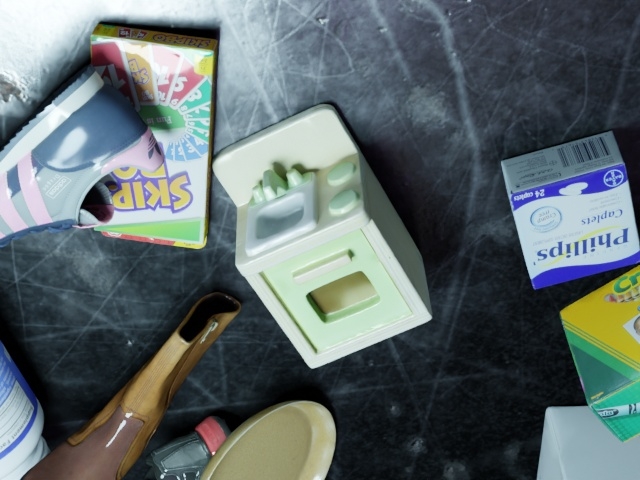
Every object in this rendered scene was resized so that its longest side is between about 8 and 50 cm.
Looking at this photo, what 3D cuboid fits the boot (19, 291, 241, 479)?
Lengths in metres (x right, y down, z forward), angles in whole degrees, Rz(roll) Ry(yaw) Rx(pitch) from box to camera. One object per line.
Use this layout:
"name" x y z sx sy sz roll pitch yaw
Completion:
"boot" -0.213 0.204 1.301 0.096 0.264 0.280 45 119 6

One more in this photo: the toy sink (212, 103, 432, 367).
"toy sink" 0.000 0.000 1.235 0.152 0.131 0.234 -23 123 13

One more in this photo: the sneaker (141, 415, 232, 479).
"sneaker" -0.173 0.352 1.481 0.135 0.097 0.276 -16 129 -27

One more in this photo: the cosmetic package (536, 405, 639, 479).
"cosmetic package" 0.372 0.455 1.516 0.161 0.230 0.453 -3 126 -1

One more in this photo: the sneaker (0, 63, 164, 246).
"sneaker" -0.292 -0.037 1.188 0.131 0.112 0.319 43 124 -15

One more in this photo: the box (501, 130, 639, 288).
"box" 0.275 -0.032 1.259 0.126 0.072 0.137 -15 125 9

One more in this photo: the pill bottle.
"pill bottle" -0.417 0.192 1.345 0.152 0.152 0.272 -15 125 8

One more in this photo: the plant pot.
"plant pot" -0.075 0.295 1.431 0.236 0.032 0.236 -29 135 -34

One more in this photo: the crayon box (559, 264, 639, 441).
"crayon box" 0.420 0.086 1.292 0.278 0.165 0.081 -33 120 19

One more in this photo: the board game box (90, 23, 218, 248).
"board game box" -0.177 -0.097 1.214 0.124 0.039 0.259 8 128 1
